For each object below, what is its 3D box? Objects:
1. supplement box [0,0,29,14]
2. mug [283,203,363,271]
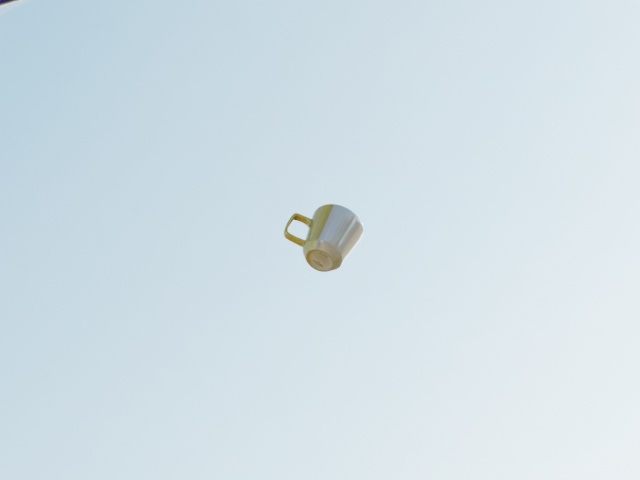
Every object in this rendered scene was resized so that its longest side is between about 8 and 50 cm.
[{"bbox_3d":[-0.340,-0.296,1.322,0.111,0.220,0.114,-15,10,37],"label":"supplement box"},{"bbox_3d":[0.003,0.003,1.718,0.078,0.064,0.062,-2,-51,28],"label":"mug"}]
